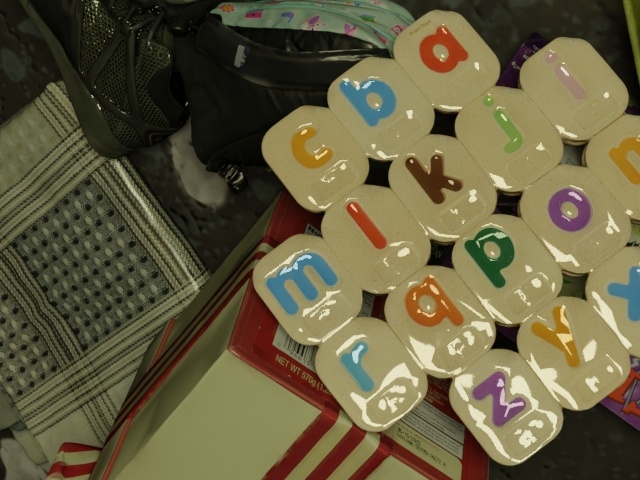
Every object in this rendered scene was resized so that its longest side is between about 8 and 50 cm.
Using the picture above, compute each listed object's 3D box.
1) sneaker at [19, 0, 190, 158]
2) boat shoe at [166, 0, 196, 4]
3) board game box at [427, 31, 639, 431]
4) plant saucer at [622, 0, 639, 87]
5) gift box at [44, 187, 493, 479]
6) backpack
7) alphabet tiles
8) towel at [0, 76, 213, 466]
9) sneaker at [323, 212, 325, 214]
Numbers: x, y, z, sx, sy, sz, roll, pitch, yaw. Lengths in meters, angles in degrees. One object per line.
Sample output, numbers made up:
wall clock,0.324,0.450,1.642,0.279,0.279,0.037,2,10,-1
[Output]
sneaker,-0.165,-0.186,0.944,0.130,0.087,0.227,-15,108,26
boat shoe,-0.102,-0.332,0.841,0.103,0.118,0.320,-4,114,18
board game box,0.244,0.025,0.880,0.347,0.056,0.208,35,124,6
plant saucer,0.299,-0.162,0.768,0.188,0.045,0.188,-10,107,20
gift box,-0.040,0.157,0.899,0.255,0.276,0.258,36,122,-7
backpack,-0.008,-0.123,0.884,0.182,0.115,0.152,2,127,20
alphabet tiles,0.103,-0.007,0.779,0.284,0.021,0.278,-37,80,-5
towel,-0.258,0.049,1.098,0.324,0.056,0.312,-31,97,31
sneaker,0.000,0.000,0.977,0.119,0.047,0.057,-2,122,25
